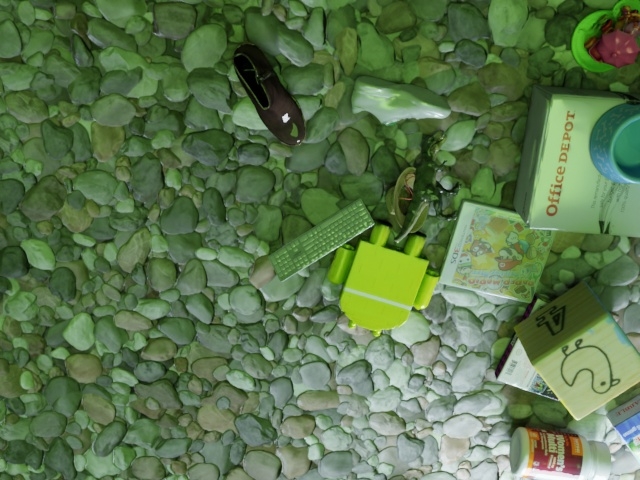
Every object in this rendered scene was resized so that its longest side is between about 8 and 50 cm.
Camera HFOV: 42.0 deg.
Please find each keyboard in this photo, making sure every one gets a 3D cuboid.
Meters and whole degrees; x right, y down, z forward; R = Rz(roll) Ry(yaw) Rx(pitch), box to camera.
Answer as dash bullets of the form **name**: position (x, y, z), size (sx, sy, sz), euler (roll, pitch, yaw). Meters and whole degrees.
- **keyboard**: position (0.000, 0.000, 1.893), size (0.256, 0.014, 0.072), euler (-32, 74, 11)

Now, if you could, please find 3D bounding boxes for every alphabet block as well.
- **alphabet block**: position (0.578, 0.241, 1.852), size (0.197, 0.193, 0.192), euler (-38, 104, 12)

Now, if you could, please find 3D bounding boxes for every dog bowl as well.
- **dog bowl**: position (0.682, -0.209, 1.624), size (0.297, 0.074, 0.166), euler (-21, 106, 6)

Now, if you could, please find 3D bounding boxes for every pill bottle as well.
- **pill bottle**: position (0.585, 0.530, 2.038), size (0.221, 0.121, 0.121), euler (8, 110, -2)

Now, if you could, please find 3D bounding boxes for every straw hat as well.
- **straw hat**: position (0.179, -0.090, 1.847), size (0.061, 0.144, 0.144), euler (2, 115, 40)

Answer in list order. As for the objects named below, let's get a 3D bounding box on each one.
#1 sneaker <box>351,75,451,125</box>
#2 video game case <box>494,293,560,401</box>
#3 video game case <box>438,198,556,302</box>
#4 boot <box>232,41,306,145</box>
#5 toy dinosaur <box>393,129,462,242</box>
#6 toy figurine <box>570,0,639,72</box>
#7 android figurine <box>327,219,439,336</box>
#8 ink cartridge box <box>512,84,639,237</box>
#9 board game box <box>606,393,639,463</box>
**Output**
- **sneaker**: position (0.170, -0.283, 1.784), size (0.212, 0.080, 0.094), euler (15, 121, 2)
- **video game case**: position (0.558, 0.263, 1.984), size (0.210, 0.042, 0.232), euler (19, 109, -6)
- **video game case**: position (0.406, 0.026, 1.910), size (0.227, 0.026, 0.206), euler (13, 110, -4)
- **boot**: position (-0.109, -0.284, 1.706), size (0.090, 0.207, 0.248), euler (-27, 107, 10)
- **toy dinosaur**: position (0.246, -0.102, 1.818), size (0.118, 0.064, 0.268), euler (22, 77, -14)
- **toy figurine**: position (0.608, -0.410, 1.681), size (0.130, 0.159, 0.173), euler (41, 104, -13)
- **android figurine**: position (0.142, 0.094, 1.920), size (0.248, 0.056, 0.272), euler (15, 107, -6)
- **ink cartridge box**: position (0.634, -0.166, 1.763), size (0.395, 0.166, 0.285), euler (5, 109, -2)
- **board game box**: position (0.924, 0.471, 2.043), size (0.319, 0.066, 0.318), euler (-35, 106, 12)
